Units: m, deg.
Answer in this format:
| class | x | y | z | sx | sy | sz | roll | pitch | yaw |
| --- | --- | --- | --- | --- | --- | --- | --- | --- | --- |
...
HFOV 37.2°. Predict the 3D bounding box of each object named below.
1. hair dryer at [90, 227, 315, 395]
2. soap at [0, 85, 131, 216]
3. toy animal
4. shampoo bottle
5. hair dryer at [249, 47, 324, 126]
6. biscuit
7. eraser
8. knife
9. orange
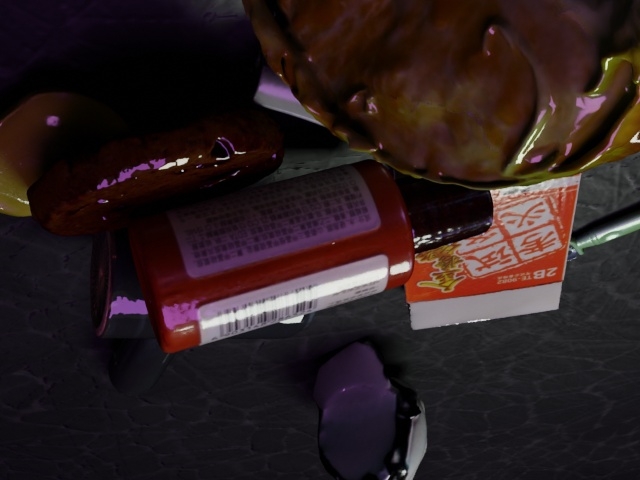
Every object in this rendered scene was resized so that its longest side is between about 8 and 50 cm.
| class | x | y | z | sx | sy | sz | roll | pitch | yaw |
| --- | --- | --- | --- | --- | --- | --- | --- | --- | --- |
| hair dryer | -0.141 | 0.086 | 0.928 | 0.189 | 0.107 | 0.352 | 3 | 154 | -21 |
| soap | -0.206 | -0.065 | 0.700 | 0.140 | 0.045 | 0.089 | -31 | 142 | 28 |
| toy animal | 0.067 | 0.220 | 1.129 | 0.138 | 0.166 | 0.179 | 13 | 165 | 19 |
| shampoo bottle | 0.000 | 0.000 | 0.733 | 0.278 | 0.104 | 0.104 | -15 | 149 | -14 |
| hair dryer | 0.055 | -0.105 | 0.642 | 0.218 | 0.088 | 0.225 | 6 | 169 | 5 |
| biscuit | -0.117 | -0.049 | 0.689 | 0.192 | 0.049 | 0.192 | -17 | 172 | -3 |
| eraser | 0.153 | 0.004 | 0.892 | 0.157 | 0.038 | 0.230 | -8 | 144 | 2 |
| knife | 0.281 | -0.015 | 0.930 | 0.212 | 0.015 | 0.054 | -23 | 139 | 23 |
| orange | 0.102 | -0.188 | 0.415 | 0.262 | 0.196 | 0.335 | 34 | 139 | 7 |
